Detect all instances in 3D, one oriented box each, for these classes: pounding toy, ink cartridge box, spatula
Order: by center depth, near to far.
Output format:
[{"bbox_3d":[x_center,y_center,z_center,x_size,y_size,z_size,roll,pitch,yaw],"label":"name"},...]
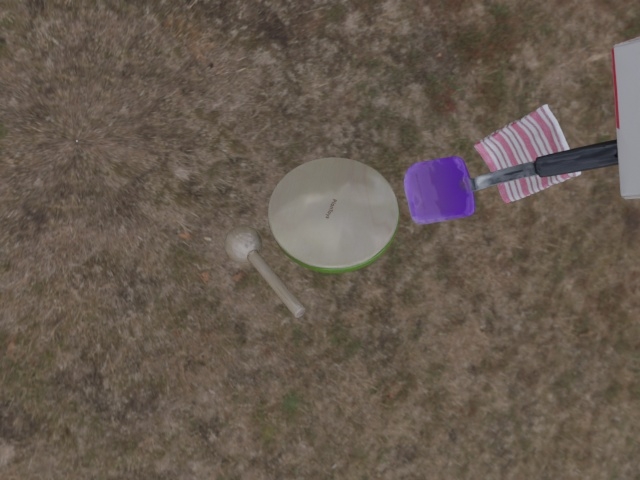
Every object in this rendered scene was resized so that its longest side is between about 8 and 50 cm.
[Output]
[{"bbox_3d":[0.449,-0.141,0.733,0.237,0.100,0.172,-6,93,-28],"label":"ink cartridge box"},{"bbox_3d":[0.246,-0.085,0.815,0.296,0.030,0.084,-12,102,21],"label":"spatula"},{"bbox_3d":[0.000,0.000,0.938,0.237,0.110,0.183,-39,66,-18],"label":"pounding toy"}]

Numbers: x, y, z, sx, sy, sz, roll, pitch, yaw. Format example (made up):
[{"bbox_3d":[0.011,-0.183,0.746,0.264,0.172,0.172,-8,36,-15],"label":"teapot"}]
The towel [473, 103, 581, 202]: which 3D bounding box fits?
[{"bbox_3d":[0.390,-0.158,1.249,0.029,0.197,0.144,-29,91,-29],"label":"towel"}]
